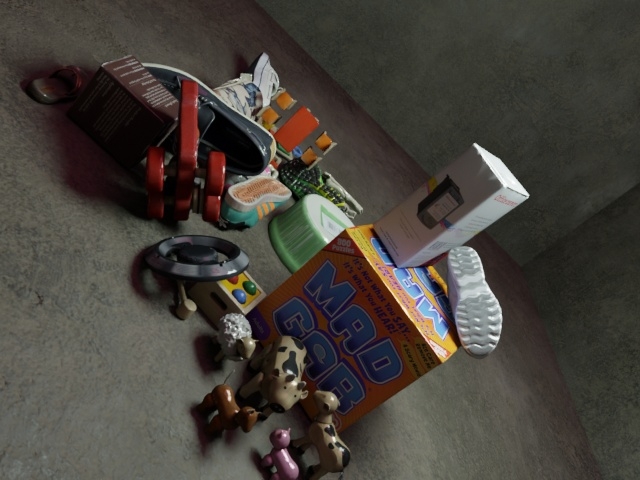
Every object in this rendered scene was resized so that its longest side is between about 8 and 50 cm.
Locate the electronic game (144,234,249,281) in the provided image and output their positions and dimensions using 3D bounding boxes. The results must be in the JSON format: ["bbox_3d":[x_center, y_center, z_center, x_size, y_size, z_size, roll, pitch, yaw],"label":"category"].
[{"bbox_3d":[-0.273,0.040,1.339,0.229,0.048,0.229,6,19,-2],"label":"electronic game"}]

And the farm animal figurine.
[{"bbox_3d":[-0.070,0.320,1.248,0.330,0.172,0.327,35,27,-29],"label":"farm animal figurine"}]

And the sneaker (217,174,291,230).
[{"bbox_3d":[-0.196,-0.106,1.730,0.108,0.121,0.302,42,27,13],"label":"sneaker"}]

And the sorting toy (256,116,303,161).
[{"bbox_3d":[-0.173,-0.402,2.300,0.347,0.047,0.196,29,31,-37],"label":"sorting toy"}]

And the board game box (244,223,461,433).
[{"bbox_3d":[0.110,0.204,1.501,0.356,0.356,0.356,54,24,13],"label":"board game box"}]

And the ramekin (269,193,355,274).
[{"bbox_3d":[0.000,0.000,1.873,0.303,0.148,0.303,38,26,-23],"label":"ramekin"}]

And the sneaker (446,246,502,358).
[{"bbox_3d":[0.360,0.155,1.430,0.115,0.105,0.281,85,5,-55],"label":"sneaker"}]

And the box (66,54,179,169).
[{"bbox_3d":[-0.478,-0.323,1.509,0.203,0.168,0.167,44,24,-11],"label":"box"}]

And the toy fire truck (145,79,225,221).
[{"bbox_3d":[-0.318,-0.192,1.422,0.169,0.302,0.254,3,63,-13],"label":"toy fire truck"}]

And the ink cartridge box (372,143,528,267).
[{"bbox_3d":[0.309,-0.069,1.426,0.226,0.306,0.131,5,49,-59],"label":"ink cartridge box"}]

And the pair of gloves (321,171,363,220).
[{"bbox_3d":[0.064,-0.158,2.239,0.204,0.042,0.240,47,-9,0],"label":"pair of gloves"}]

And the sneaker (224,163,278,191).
[{"bbox_3d":[-0.213,-0.191,1.837,0.103,0.111,0.252,49,24,1],"label":"sneaker"}]

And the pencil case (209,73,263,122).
[{"bbox_3d":[-0.320,-0.426,1.927,0.410,0.159,0.184,-53,140,-66],"label":"pencil case"}]

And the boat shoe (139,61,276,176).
[{"bbox_3d":[-0.347,-0.327,1.659,0.500,0.187,0.156,27,27,-20],"label":"boat shoe"}]

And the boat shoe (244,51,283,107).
[{"bbox_3d":[-0.225,-0.630,2.444,0.156,0.136,0.367,37,30,-25],"label":"boat shoe"}]

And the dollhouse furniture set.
[{"bbox_3d":[-0.120,-0.337,2.032,0.262,0.259,0.135,46,21,-5],"label":"dollhouse furniture set"}]

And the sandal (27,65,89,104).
[{"bbox_3d":[-0.634,-0.394,1.481,0.090,0.060,0.219,46,24,-8],"label":"sandal"}]

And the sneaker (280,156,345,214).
[{"bbox_3d":[-0.031,-0.161,2.133,0.344,0.134,0.146,55,-13,30],"label":"sneaker"}]

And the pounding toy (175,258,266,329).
[{"bbox_3d":[-0.241,0.111,1.363,0.181,0.094,0.206,49,23,-1],"label":"pounding toy"}]
